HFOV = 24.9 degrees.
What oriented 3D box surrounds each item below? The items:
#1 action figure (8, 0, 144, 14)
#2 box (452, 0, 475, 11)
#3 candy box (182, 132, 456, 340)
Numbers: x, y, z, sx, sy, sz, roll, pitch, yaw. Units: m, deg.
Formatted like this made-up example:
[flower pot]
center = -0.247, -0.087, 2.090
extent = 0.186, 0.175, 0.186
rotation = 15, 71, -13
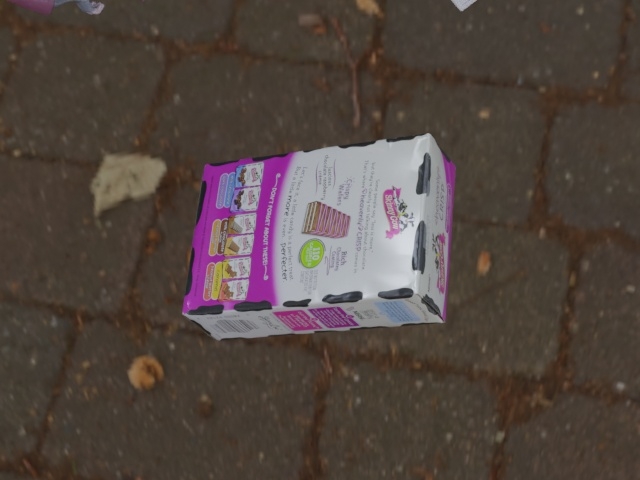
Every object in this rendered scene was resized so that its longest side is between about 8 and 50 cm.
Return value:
[action figure]
center = -0.373, -0.357, 1.833
extent = 0.370, 0.248, 0.276
rotation = 3, 33, 45
[box]
center = 0.219, -0.400, 1.815
extent = 0.203, 0.103, 0.114
rotation = -35, 27, 17
[candy box]
center = 0.000, 0.000, 1.314
extent = 0.233, 0.071, 0.159
rotation = -6, 63, 26
